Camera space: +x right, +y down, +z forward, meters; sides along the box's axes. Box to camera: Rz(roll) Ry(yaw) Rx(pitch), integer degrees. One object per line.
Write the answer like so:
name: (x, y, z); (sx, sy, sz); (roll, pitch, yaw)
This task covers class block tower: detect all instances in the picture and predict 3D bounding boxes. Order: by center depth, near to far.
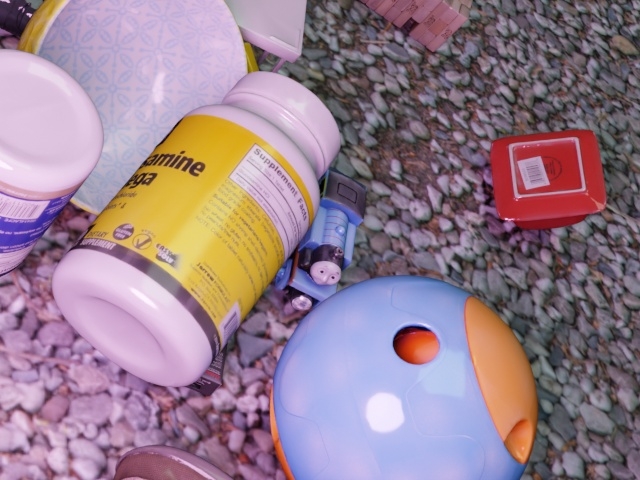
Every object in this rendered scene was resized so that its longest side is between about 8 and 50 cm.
block tower: (0.075, -0.434, 1.983); (0.335, 0.097, 0.091); (34, 43, -15)

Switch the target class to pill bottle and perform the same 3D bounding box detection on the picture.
pill bottle: (-0.330, -0.050, 1.234); (0.153, 0.264, 0.153); (22, 47, -26)
pill bottle: (-0.120, -0.023, 1.376); (0.188, 0.188, 0.334); (39, 59, -7)

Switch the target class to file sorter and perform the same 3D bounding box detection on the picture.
file sorter: (-0.140, -0.320, 1.661); (0.193, 0.173, 0.278); (24, 46, -21)

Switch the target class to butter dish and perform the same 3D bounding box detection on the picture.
butter dish: (0.336, -0.073, 1.897); (0.159, 0.118, 0.160); (-5, 54, 6)

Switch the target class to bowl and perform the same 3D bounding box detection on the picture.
bowl: (-0.243, -0.182, 1.463); (0.289, 0.289, 0.156); (-5, 19, -41)

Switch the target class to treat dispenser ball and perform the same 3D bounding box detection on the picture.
treat dispenser ball: (0.089, 0.181, 1.370); (0.288, 0.288, 0.288); (21, 47, -25)

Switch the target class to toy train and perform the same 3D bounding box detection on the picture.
toy train: (0.000, 0.000, 1.574); (0.080, 0.105, 0.184); (28, 45, -19)

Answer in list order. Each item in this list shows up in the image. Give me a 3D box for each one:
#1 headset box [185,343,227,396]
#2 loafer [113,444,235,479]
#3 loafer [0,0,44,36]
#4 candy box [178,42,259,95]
headset box: (-0.139, 0.129, 1.418); (0.062, 0.032, 0.083); (26, 44, -21)
loafer: (-0.088, 0.356, 1.206); (0.366, 0.134, 0.130); (51, 42, 6)
loafer: (-0.342, -0.277, 1.533); (0.223, 0.076, 0.078); (15, 28, -34)
candy box: (-0.100, -0.124, 1.548); (0.027, 0.105, 0.206); (-21, 91, -65)
